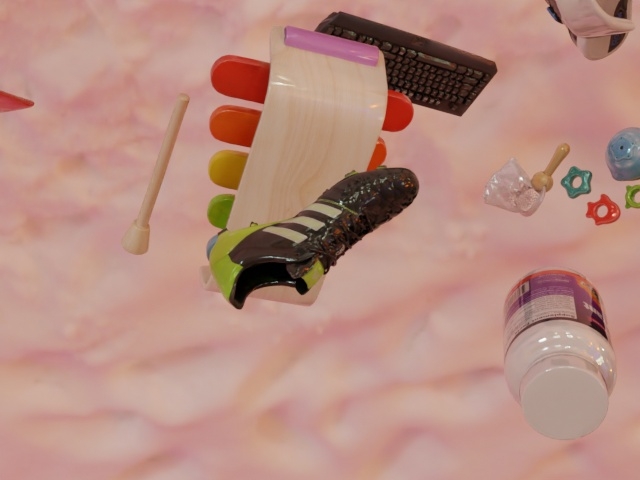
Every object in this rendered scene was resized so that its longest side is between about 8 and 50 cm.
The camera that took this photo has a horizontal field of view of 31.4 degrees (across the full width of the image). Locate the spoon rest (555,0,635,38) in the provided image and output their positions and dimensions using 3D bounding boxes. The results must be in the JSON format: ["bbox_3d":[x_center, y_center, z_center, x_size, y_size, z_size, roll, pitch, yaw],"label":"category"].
[{"bbox_3d":[0.246,-0.333,1.087,0.137,0.276,0.084,-4,-173,42],"label":"spoon rest"}]

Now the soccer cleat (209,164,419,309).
[{"bbox_3d":[0.000,0.000,0.888,0.179,0.072,0.060,-24,138,2],"label":"soccer cleat"}]

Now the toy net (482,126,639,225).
[{"bbox_3d":[0.322,-0.067,1.466,0.232,0.122,0.045,-16,163,33],"label":"toy net"}]

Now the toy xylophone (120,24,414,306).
[{"bbox_3d":[-0.058,-0.062,1.128,0.236,0.081,0.323,17,122,-20],"label":"toy xylophone"}]

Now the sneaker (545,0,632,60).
[{"bbox_3d":[0.269,-0.296,1.151,0.079,0.121,0.217,-21,145,-19],"label":"sneaker"}]

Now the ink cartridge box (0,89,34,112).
[{"bbox_3d":[-0.322,-0.060,0.571,0.238,0.060,0.275,-3,172,23],"label":"ink cartridge box"}]

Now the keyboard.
[{"bbox_3d":[0.097,-0.236,1.727,0.317,0.033,0.201,11,140,-31],"label":"keyboard"}]

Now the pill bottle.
[{"bbox_3d":[0.236,0.111,1.129,0.108,0.193,0.108,3,114,7],"label":"pill bottle"}]
